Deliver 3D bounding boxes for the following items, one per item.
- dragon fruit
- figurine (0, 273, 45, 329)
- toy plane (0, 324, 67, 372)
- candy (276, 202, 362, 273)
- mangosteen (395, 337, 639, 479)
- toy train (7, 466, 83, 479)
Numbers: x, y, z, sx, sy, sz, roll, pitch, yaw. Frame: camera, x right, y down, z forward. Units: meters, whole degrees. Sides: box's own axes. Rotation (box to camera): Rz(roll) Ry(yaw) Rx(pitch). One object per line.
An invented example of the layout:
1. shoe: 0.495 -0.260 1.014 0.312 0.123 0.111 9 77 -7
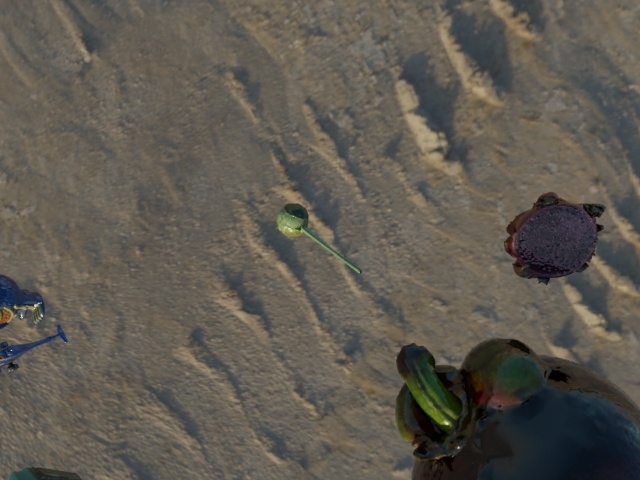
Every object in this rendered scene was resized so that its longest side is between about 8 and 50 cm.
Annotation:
1. dragon fruit: 0.295 -0.008 1.060 0.112 0.068 0.126 16 111 0
2. figurine: -0.710 0.130 1.713 0.262 0.164 0.121 0 81 -62
3. toy plane: -0.521 0.190 1.436 0.167 0.062 0.054 -19 77 -53
4. candy: 0.000 0.000 1.443 0.061 0.202 0.061 -35 145 -29
5. mangosteen: 0.233 0.263 0.967 0.359 0.306 0.306 48 66 -28
6. toy train: -0.545 0.538 1.643 0.197 0.107 0.154 22 85 -36
